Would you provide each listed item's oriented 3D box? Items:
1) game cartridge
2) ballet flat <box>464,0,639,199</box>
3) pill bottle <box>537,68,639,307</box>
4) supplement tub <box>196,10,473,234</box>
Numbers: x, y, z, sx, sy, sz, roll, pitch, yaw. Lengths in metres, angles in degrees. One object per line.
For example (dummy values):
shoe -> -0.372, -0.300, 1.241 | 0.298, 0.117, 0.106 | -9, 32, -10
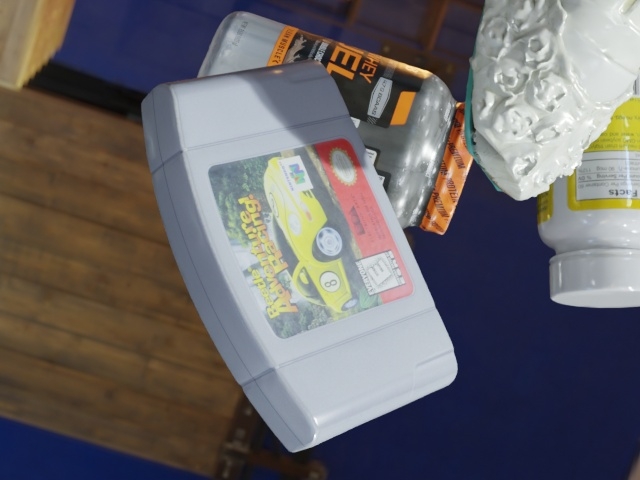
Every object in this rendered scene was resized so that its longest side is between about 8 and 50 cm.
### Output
game cartridge -> -0.020, 0.004, 1.029 | 0.060, 0.196, 0.294 | -32, -101, 49
ballet flat -> 0.220, -0.229, 1.006 | 0.147, 0.147, 0.409 | 134, -26, -74
pill bottle -> 0.241, -0.053, 1.120 | 0.119, 0.119, 0.209 | 136, -44, -75
supplement tub -> 0.017, -0.136, 1.628 | 0.207, 0.338, 0.207 | 19, 90, -88
